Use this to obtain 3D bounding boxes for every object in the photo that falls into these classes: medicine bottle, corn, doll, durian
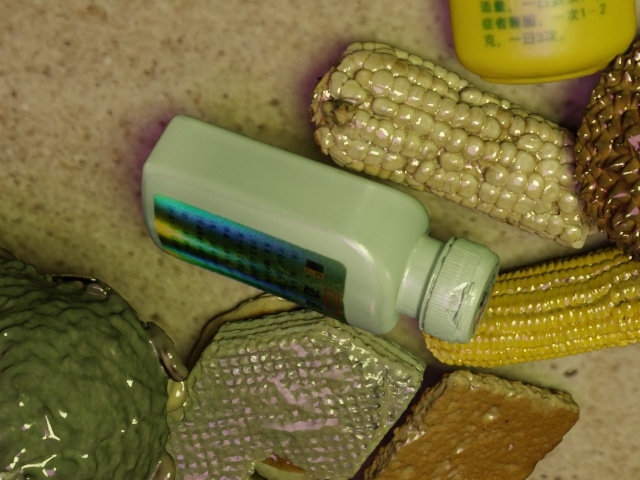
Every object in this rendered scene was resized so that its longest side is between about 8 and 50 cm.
[{"bbox_3d":[0.118,-0.242,0.704,0.111,0.076,0.308,-7,112,5],"label":"medicine bottle"},{"bbox_3d":[0.094,-0.060,0.786,0.211,0.087,0.087,22,117,2],"label":"corn"},{"bbox_3d":[0.000,0.000,0.806,0.229,0.083,0.121,21,154,15],"label":"medicine bottle"},{"bbox_3d":[-0.243,0.100,0.847,0.350,0.247,0.247,6,118,42],"label":"doll"},{"bbox_3d":[0.168,0.043,0.822,0.203,0.072,0.072,-13,110,18],"label":"corn"},{"bbox_3d":[0.232,-0.041,0.725,0.148,0.091,0.188,8,103,-21],"label":"durian"}]

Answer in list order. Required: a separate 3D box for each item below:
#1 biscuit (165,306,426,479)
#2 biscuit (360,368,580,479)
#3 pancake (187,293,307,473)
[{"bbox_3d":[-0.044,0.149,0.903,0.147,0.046,0.250,34,114,-2],"label":"biscuit"},{"bbox_3d":[0.082,0.184,0.901,0.131,0.025,0.231,17,121,-31],"label":"biscuit"},{"bbox_3d":[-0.024,0.112,0.924,0.158,0.028,0.158,5,114,10],"label":"pancake"}]
